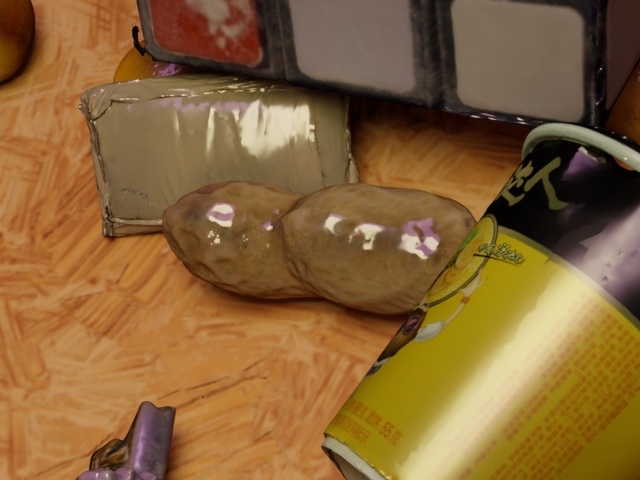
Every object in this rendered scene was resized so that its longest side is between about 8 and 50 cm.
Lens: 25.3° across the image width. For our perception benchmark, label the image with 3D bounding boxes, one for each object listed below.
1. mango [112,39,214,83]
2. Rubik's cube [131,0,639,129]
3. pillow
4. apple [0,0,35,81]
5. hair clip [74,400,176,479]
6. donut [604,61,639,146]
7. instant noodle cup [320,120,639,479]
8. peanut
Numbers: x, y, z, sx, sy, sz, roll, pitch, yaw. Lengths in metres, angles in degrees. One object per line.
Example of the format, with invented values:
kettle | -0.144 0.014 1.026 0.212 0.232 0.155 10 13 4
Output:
mango | -0.080 -0.130 1.103 0.187 0.066 0.101 -14 55 -6
Rubik's cube | 0.077 -0.324 0.963 0.358 0.362 0.363 9 42 24
pillow | -0.069 -0.067 1.036 0.208 0.053 0.119 -4 92 9
apple | -0.288 -0.170 1.152 0.114 0.099 0.102 -2 57 -21
hair clip | -0.128 0.231 0.851 0.106 0.084 0.292 20 53 -27
donut | 0.260 -0.138 1.036 0.151 0.058 0.152 -5 53 6
instant noodle cup | 0.131 0.083 0.835 0.215 0.215 0.236 37 79 31
peanut | 0.000 0.001 0.962 0.227 0.104 0.086 4 75 22
